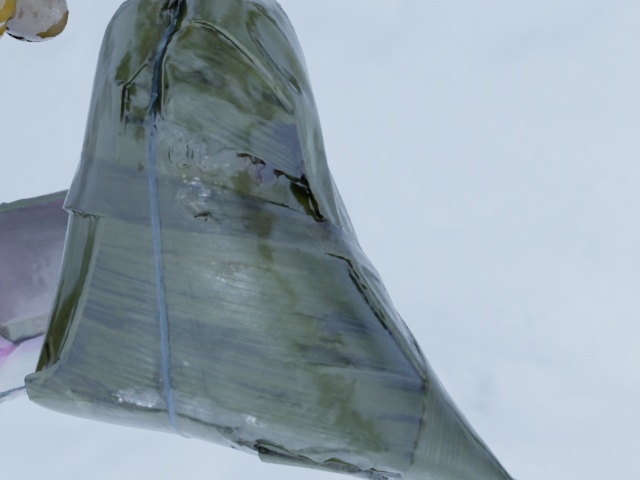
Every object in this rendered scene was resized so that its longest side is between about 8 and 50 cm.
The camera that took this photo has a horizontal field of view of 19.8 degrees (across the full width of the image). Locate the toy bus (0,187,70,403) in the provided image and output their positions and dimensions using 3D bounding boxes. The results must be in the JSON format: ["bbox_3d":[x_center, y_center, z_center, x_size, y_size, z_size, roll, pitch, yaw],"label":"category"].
[{"bbox_3d":[-0.183,0.027,1.677,0.162,0.386,0.171,-28,81,53],"label":"toy bus"}]

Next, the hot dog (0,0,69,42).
[{"bbox_3d":[-0.192,-0.132,0.887,0.090,0.140,0.060,115,179,-58],"label":"hot dog"}]

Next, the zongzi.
[{"bbox_3d":[0.000,0.000,0.968,0.125,0.274,0.250,-34,-44,-73],"label":"zongzi"}]
